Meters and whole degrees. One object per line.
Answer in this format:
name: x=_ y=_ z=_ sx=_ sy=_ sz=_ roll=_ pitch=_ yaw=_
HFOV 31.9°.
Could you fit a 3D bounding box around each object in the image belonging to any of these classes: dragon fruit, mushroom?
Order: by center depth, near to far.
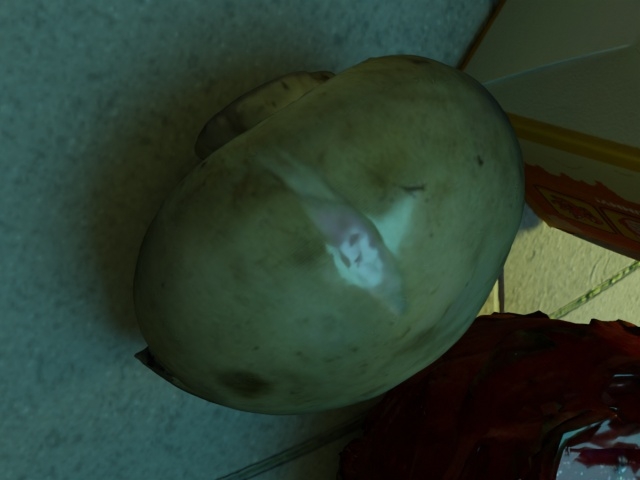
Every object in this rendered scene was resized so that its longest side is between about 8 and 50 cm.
mushroom: x=0.000 y=0.000 z=0.644 sx=0.255 sy=0.255 sz=0.184 roll=-23 pitch=77 yaw=-34
dragon fruit: x=0.161 y=0.191 z=0.787 sx=0.296 sy=0.302 sz=0.295 roll=-12 pitch=112 yaw=-31

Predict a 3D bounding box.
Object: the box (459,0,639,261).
box: x=0.292 y=-0.133 z=0.803 sx=0.214 sy=0.259 sz=0.283 roll=40 pitch=79 yaw=-42
